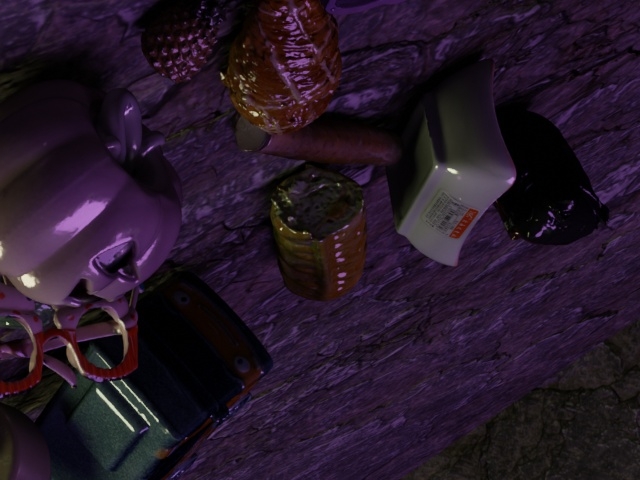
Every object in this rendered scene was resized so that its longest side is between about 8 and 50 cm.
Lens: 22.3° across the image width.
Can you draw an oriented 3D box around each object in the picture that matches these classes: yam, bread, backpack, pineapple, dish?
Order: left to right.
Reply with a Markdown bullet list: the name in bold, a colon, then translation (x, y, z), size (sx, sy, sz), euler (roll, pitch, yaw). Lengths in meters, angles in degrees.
- **pineapple**: translation (-0.082, -0.176, 1.253), size (0.124, 0.058, 0.058), euler (-38, 160, 23)
- **bread**: translation (-0.029, -0.145, 1.390), size (0.105, 0.076, 0.233), euler (-28, 160, -12)
- **bread**: translation (-0.001, 0.000, 1.795), size (0.098, 0.087, 0.269), euler (-30, 163, -9)
- **yam**: translation (0.004, -0.099, 1.603), size (0.046, 0.046, 0.264), euler (-39, 159, 26)
- **dish**: translation (0.126, -0.078, 1.709), size (0.077, 0.151, 0.212), euler (0, 153, -15)
- **backpack**: translation (0.241, -0.068, 1.849), size (0.106, 0.165, 0.120), euler (-42, 150, 24)

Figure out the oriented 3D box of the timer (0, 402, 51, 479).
- **timer**: translation (-0.401, 0.209, 1.664), size (0.175, 0.175, 0.266), euler (-29, 153, -2)

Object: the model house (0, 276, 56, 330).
- **model house**: translation (-0.293, 0.045, 1.537), size (0.079, 0.066, 0.083), euler (-29, 147, 36)

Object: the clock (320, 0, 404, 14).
- **clock**: translation (0.061, -0.247, 1.288), size (0.110, 0.050, 0.152), euler (-11, 155, -44)

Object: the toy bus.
- **toy bus**: translation (-0.212, 0.200, 1.832), size (0.194, 0.162, 0.323), euler (-35, 169, -45)

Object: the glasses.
- **glasses**: translation (-0.263, 0.061, 1.473), size (0.095, 0.162, 0.255), euler (-18, 170, 42)

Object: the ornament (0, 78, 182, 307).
- **ornament**: translation (-0.188, -0.041, 1.268), size (0.177, 0.177, 0.177), euler (-27, 162, -10)
